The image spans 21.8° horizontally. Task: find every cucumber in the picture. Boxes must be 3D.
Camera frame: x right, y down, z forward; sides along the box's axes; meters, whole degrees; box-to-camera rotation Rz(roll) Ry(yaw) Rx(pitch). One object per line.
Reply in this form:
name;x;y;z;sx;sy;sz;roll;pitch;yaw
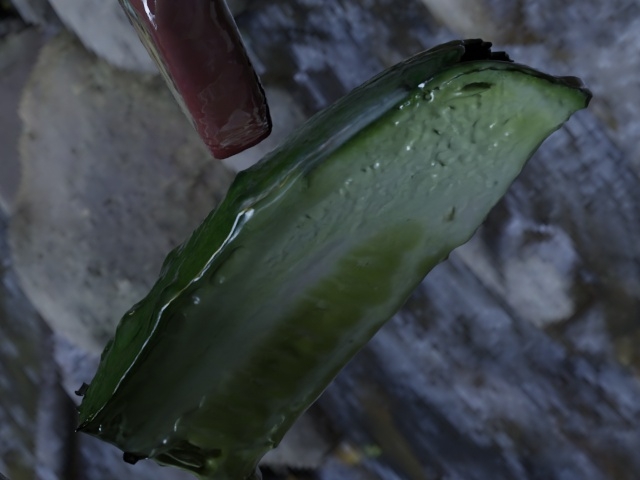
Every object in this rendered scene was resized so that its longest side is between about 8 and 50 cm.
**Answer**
cucumber;-0.002;-0.002;0.884;0.145;0.105;0.325;24;123;-30

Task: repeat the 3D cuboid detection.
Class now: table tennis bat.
table tennis bat;-0.087;-0.156;0.517;0.268;0.051;0.414;61;178;5

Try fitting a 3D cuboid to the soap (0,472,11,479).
soap;-0.198;0.207;0.805;0.285;0.107;0.296;30;143;-7
